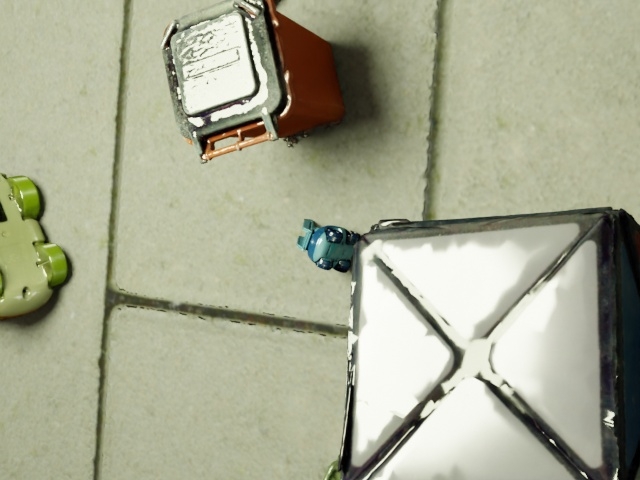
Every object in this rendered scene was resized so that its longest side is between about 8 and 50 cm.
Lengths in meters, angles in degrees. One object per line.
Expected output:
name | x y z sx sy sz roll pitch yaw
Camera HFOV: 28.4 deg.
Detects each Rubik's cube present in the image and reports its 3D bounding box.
Rubik's cube | 0.218 0.148 1.346 0.310 0.307 0.305 -6 71 29

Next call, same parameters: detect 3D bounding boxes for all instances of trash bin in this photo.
trash bin | -0.071 -0.188 1.578 0.161 0.239 0.184 -15 80 25

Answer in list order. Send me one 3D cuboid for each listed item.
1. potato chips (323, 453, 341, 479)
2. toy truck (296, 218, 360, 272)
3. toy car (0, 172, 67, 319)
potato chips | 0.173 0.388 1.527 0.389 0.097 0.373 26 101 25
toy truck | 0.000 0.000 1.639 0.090 0.073 0.056 30 105 39
toy car | -0.506 0.029 1.892 0.235 0.145 0.235 14 111 43
